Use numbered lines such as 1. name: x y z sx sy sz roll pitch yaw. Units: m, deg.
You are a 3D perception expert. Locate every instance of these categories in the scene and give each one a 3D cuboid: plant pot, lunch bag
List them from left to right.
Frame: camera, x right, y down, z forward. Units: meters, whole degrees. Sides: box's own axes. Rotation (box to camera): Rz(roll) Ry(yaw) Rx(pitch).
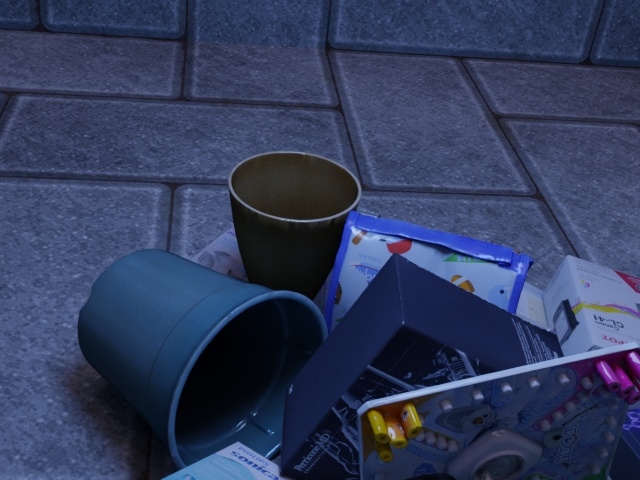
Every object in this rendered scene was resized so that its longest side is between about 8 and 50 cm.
1. plant pot: -0.222 0.186 1.457 0.334 0.341 0.341 24 36 38
2. plant pot: -0.060 0.000 1.575 0.237 0.254 0.237 6 35 -4
3. lunch bag: 0.177 0.144 1.510 0.328 0.385 0.239 13 35 11

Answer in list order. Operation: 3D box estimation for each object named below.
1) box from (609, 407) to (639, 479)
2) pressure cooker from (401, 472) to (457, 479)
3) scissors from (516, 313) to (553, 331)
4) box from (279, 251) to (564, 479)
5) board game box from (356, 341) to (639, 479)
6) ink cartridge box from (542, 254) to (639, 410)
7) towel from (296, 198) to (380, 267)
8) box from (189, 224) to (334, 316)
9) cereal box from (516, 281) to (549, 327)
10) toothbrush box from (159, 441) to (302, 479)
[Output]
1. box: 0.622 0.409 1.454 0.184 0.103 0.261 -8 36 -16
2. pressure cooker: 0.106 0.482 0.988 0.376 0.369 0.420 -1 40 -42
3. scissors: 0.330 0.125 1.711 0.297 0.021 0.109 7 33 25
4. box: 0.154 0.248 1.302 0.313 0.343 0.179 27 30 -15
5. board game box: 0.251 0.325 1.196 0.390 0.389 0.050 -11 42 -7
6. ink cartridge box: 0.593 0.189 1.715 0.226 0.131 0.306 19 32 -7
7. towel: 0.000 0.000 1.787 0.312 0.324 0.056 16 66 20
8. box: -0.136 0.112 1.736 0.262 0.126 0.231 23 38 21
9. cereal box: 0.407 0.156 1.789 0.173 0.047 0.240 28 32 -8
10. toothbrush box: -0.128 0.421 1.187 0.216 0.126 0.295 24 15 23
